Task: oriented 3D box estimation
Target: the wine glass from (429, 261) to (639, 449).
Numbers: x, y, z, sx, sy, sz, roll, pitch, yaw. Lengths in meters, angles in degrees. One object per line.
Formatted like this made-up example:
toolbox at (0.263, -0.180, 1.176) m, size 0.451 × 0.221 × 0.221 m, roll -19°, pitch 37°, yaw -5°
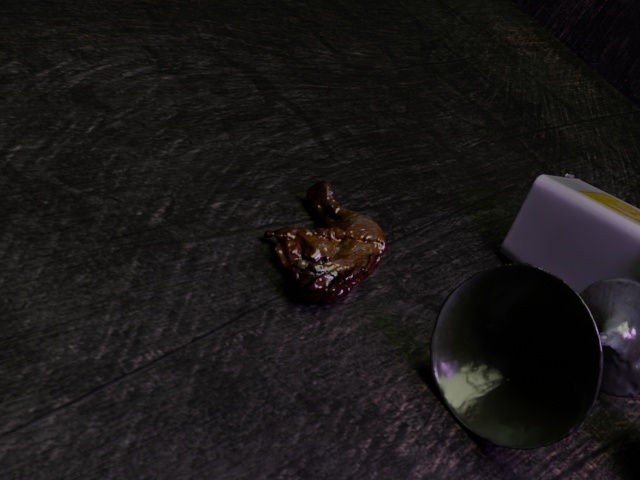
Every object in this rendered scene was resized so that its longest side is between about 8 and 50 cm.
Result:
wine glass at (0.383, 0.158, 1.612) m, size 0.406 × 0.267 × 0.267 m, roll -2°, pitch 45°, yaw -53°

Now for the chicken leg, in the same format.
chicken leg at (0.012, 0.004, 1.630) m, size 0.177 × 0.083 × 0.322 m, roll 24°, pitch 30°, yaw 9°

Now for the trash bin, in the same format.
trash bin at (0.527, 0.060, 1.931) m, size 0.256 × 0.296 × 0.368 m, roll -1°, pitch 31°, yaw -47°
